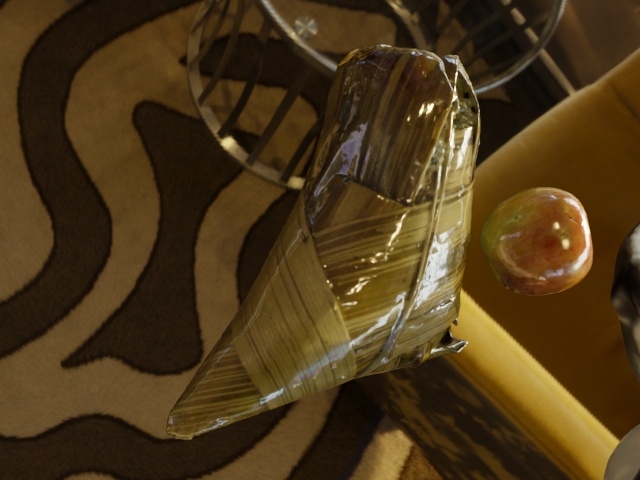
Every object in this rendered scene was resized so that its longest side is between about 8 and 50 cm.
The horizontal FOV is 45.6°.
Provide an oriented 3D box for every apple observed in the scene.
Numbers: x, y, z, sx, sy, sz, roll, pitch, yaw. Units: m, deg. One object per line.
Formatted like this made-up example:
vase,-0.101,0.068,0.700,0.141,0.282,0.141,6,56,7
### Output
apple,0.375,0.004,1.330,0.196,0.196,0.195,4,76,-16

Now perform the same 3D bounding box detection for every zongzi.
zongzi,0.000,0.000,0.595,0.288,0.134,0.285,-16,117,-37

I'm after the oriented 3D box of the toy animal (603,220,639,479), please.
toy animal,0.312,0.130,0.461,0.251,0.251,0.309,-15,107,-20
